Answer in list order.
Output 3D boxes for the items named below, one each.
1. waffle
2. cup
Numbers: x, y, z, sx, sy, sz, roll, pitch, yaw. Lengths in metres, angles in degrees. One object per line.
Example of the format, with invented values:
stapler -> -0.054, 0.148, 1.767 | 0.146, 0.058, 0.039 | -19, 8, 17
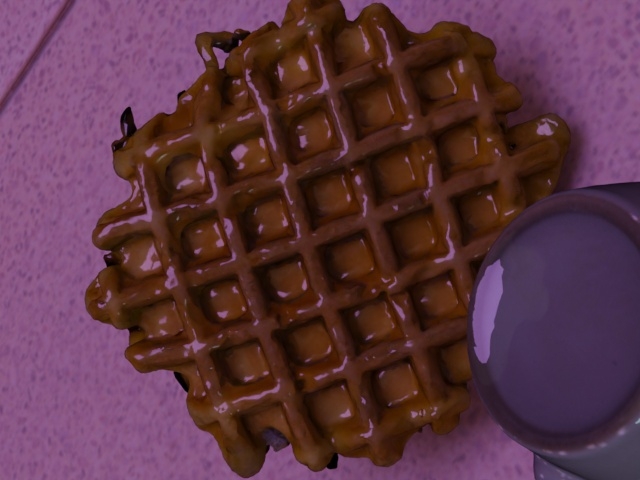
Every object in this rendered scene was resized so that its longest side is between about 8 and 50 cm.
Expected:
waffle -> 0.006, -0.009, 1.241 | 0.329, 0.062, 0.329 | 0, 92, 6
cup -> 0.187, 0.092, 1.037 | 0.186, 0.234, 0.258 | 30, 105, 45
